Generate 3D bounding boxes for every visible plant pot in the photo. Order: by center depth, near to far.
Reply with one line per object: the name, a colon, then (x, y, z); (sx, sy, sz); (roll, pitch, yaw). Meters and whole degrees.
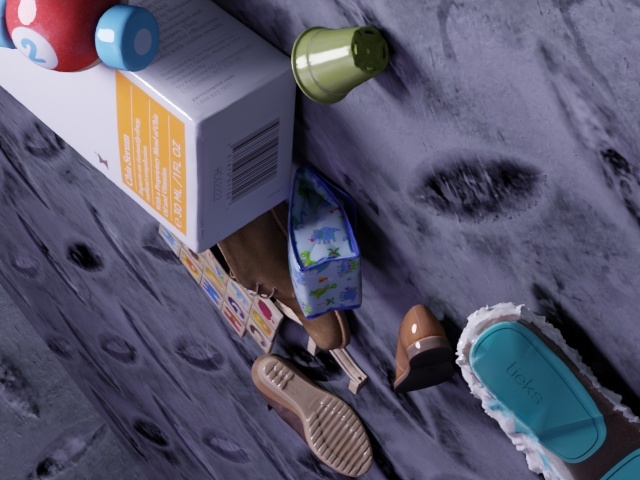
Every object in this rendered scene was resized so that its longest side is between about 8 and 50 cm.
plant pot: (0.027, -0.188, 1.490); (0.079, 0.083, 0.083); (-11, 117, 52)

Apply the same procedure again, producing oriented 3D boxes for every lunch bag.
lunch bag: (0.000, 0.000, 1.812); (0.129, 0.096, 0.151); (86, 168, -56)

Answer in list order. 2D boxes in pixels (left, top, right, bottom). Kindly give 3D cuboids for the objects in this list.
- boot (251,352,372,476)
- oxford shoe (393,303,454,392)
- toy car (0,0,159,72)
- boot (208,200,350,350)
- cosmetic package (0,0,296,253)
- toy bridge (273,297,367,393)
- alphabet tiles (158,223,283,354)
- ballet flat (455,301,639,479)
boot: (-0.015, 0.281, 2.343); (0.248, 0.090, 0.207); (47, 170, 5)
oxford shoe: (0.128, 0.140, 1.846); (0.212, 0.076, 0.076); (98, 159, -65)
toy car: (-0.316, -0.298, 1.560); (0.219, 0.210, 0.238); (14, -176, 31)
boot: (-0.067, 0.047, 1.989); (0.112, 0.115, 0.305); (6, 134, 57)
cosmetic package: (-0.241, -0.217, 1.798); (0.453, 0.161, 0.230); (39, 146, 28)
toy bridge: (-0.004, 0.145, 2.139); (0.188, 0.026, 0.063); (43, 157, 17)
alphabet tiles: (-0.175, 0.018, 2.250); (0.342, 0.011, 0.285); (51, 159, 12)
ballet flat: (0.303, 0.228, 1.585); (0.409, 0.147, 0.147); (54, 158, 0)
